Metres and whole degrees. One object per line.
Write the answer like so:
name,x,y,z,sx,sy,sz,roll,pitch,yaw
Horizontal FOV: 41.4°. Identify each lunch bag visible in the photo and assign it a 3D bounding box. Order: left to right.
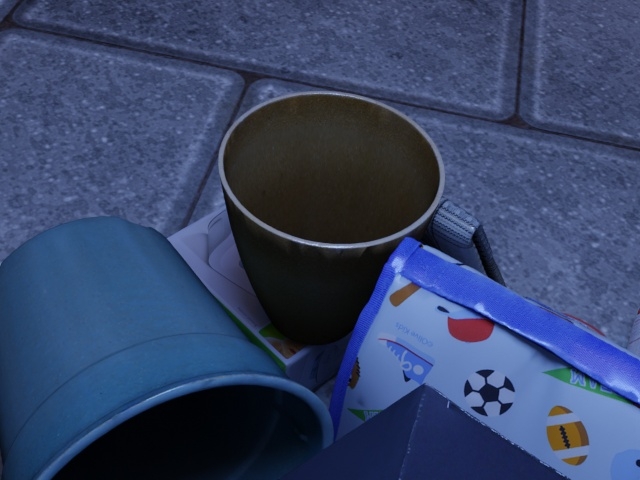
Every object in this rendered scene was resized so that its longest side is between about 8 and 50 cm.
lunch bag,0.187,0.199,0.894,0.328,0.385,0.239,28,51,20

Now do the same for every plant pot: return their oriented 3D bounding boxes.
plant pot,-0.214,0.167,0.938,0.341,0.341,0.334,-18,43,-22
plant pot,0.000,0.000,0.975,0.237,0.254,0.237,4,49,-4

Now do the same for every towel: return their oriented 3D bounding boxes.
towel,0.110,-0.024,1.164,0.312,0.324,0.056,34,84,28

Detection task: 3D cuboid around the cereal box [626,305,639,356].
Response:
cereal box,0.475,0.209,1.114,0.173,0.047,0.240,37,49,-3

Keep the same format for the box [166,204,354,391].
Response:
box,-0.050,0.064,1.169,0.231,0.126,0.262,-32,59,-29

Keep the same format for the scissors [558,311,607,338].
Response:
scissors,0.387,0.177,1.049,0.297,0.021,0.109,27,51,35

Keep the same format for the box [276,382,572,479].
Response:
box,0.097,0.329,0.723,0.313,0.343,0.179,34,47,-9
